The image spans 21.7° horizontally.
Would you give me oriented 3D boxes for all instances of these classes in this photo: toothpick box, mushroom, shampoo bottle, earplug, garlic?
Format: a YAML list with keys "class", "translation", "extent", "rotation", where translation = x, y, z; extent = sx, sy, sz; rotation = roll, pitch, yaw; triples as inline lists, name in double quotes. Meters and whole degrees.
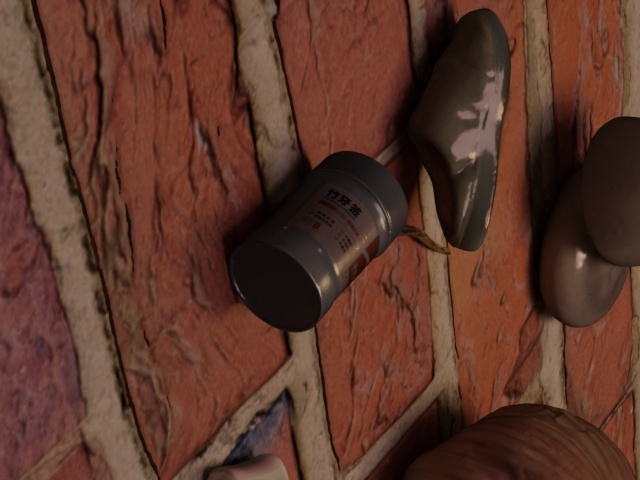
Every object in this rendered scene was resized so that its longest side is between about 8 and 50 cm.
- class: "toothpick box"
  translation: [0.000, 0.000, 1.504]
  extent: [0.153, 0.101, 0.101]
  rotation: [-47, 139, -40]
- class: "mushroom"
  translation: [0.072, -0.014, 1.705]
  extent: [0.286, 0.028, 0.026]
  rotation: [29, 34, -60]
- class: "shampoo bottle"
  translation: [-0.066, 0.238, 1.544]
  extent: [0.099, 0.043, 0.072]
  rotation: [-8, 108, -58]
- class: "earplug"
  translation: [0.371, -0.019, 2.057]
  extent: [0.214, 0.175, 0.325]
  rotation: [-55, 173, -34]
- class: "garlic"
  translation: [0.232, 0.331, 1.876]
  extent: [0.317, 0.259, 0.317]
  rotation: [-33, 128, -56]

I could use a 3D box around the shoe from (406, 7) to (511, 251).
- class: "shoe"
  translation: [0.132, -0.115, 1.705]
  extent: [0.100, 0.103, 0.251]
  rotation: [4, 84, -17]
